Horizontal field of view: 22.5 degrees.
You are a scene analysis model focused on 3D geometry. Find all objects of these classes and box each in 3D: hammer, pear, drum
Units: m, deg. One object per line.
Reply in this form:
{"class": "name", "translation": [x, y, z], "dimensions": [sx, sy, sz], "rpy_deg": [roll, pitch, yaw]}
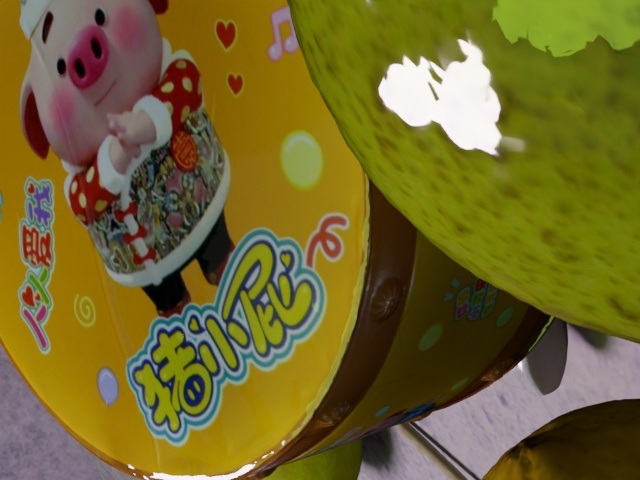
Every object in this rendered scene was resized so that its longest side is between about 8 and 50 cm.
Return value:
{"class": "hammer", "translation": [0.105, 0.196, 1.524], "dimensions": [0.195, 0.028, 0.060], "rpy_deg": [40, 146, 42]}
{"class": "pear", "translation": [0.168, -0.126, 0.554], "dimensions": [0.391, 0.391, 0.391], "rpy_deg": [46, 155, 29]}
{"class": "drum", "translation": [-0.048, -0.060, 1.044], "dimensions": [0.431, 0.214, 0.431], "rpy_deg": [11, 106, 42]}

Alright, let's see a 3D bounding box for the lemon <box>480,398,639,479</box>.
{"class": "lemon", "translation": [0.213, 0.237, 1.027], "dimensions": [0.293, 0.293, 0.293], "rpy_deg": [46, 155, 29]}

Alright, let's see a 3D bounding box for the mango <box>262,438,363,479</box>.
{"class": "mango", "translation": [-0.046, 0.168, 1.645], "dimensions": [0.185, 0.149, 0.273], "rpy_deg": [33, 142, 60]}

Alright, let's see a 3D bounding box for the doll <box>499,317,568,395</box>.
{"class": "doll", "translation": [0.018, -0.013, 1.262], "dimensions": [0.423, 0.161, 0.348], "rpy_deg": [-22, 94, 53]}
